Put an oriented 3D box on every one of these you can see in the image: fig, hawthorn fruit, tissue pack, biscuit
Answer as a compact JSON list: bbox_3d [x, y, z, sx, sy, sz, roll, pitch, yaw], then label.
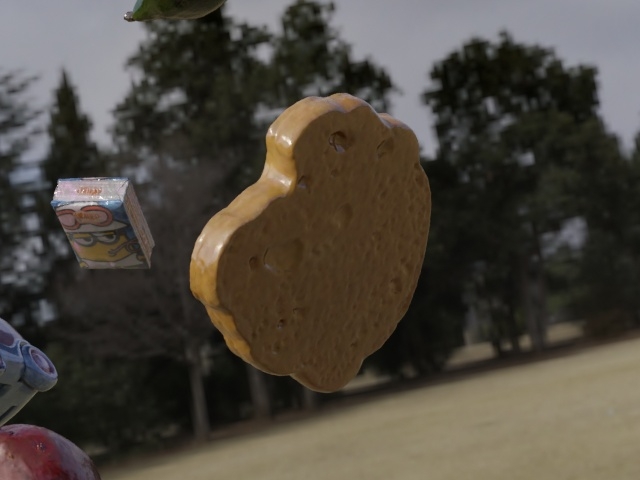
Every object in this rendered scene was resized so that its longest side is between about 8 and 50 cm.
[{"bbox_3d":[-0.167,-0.304,1.850,0.117,0.117,0.177,-4,-30,-45],"label":"fig"},{"bbox_3d":[-0.338,0.274,1.707,0.181,0.235,0.181,-21,35,16],"label":"hawthorn fruit"},{"bbox_3d":[-0.321,-0.023,2.301,0.115,0.065,0.155,-1,-39,12],"label":"tissue pack"},{"bbox_3d":[0.000,0.000,1.655,0.057,0.312,0.351,20,-1,37],"label":"biscuit"}]

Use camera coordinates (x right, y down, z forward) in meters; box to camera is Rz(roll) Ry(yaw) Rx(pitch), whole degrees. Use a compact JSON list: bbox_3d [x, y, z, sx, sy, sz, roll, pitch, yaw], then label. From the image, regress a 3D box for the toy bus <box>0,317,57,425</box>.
[{"bbox_3d":[-0.521,0.157,2.099,0.197,0.232,0.294,-41,-22,10],"label":"toy bus"}]
